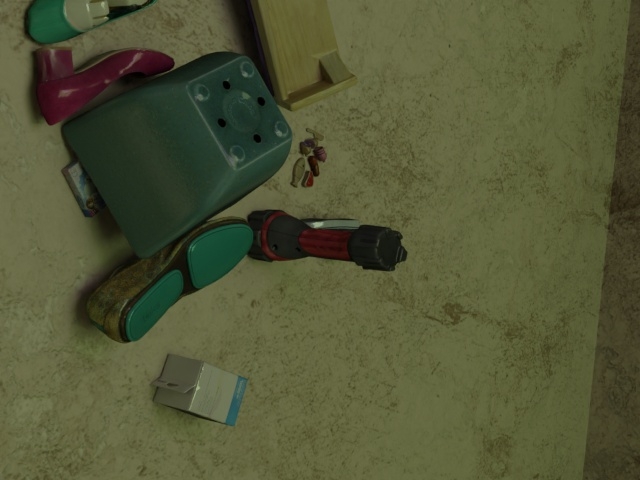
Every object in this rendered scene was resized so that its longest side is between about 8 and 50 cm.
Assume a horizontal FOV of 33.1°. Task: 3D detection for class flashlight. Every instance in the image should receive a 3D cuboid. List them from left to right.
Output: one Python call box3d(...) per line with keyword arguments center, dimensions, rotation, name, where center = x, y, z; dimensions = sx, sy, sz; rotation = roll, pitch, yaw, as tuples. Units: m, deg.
box3d(center=(0.000, 0.000, 1.949), dimensions=(0.103, 0.304, 0.103), rotation=(-41, 124, -39), name="flashlight")

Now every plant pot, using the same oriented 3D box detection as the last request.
box3d(center=(-0.193, -0.157, 1.668), dimensions=(0.247, 0.252, 0.247), rotation=(-36, 98, -42), name="plant pot")

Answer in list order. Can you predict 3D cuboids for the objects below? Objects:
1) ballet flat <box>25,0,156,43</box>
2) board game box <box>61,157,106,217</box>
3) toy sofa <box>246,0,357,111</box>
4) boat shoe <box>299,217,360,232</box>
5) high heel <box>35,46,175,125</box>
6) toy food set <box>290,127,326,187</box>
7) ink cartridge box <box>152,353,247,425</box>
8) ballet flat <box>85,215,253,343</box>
box3d(center=(-0.337, -0.369, 1.650), dimensions=(0.247, 0.087, 0.083), rotation=(-37, 123, -42), name="ballet flat")
box3d(center=(-0.358, -0.098, 1.716), dimensions=(0.090, 0.020, 0.090), rotation=(-47, 128, -37), name="board game box")
box3d(center=(-0.071, -0.430, 1.939), dimensions=(0.150, 0.177, 0.362), rotation=(-27, 121, -21), name="toy sofa")
box3d(center=(0.019, -0.002, 2.163), dimensions=(0.183, 0.065, 0.083), rotation=(-1, 94, -52), name="boat shoe")
box3d(center=(-0.328, -0.240, 1.676), dimensions=(0.244, 0.082, 0.117), rotation=(-8, 94, -47), name="high heel")
box3d(center=(-0.017, -0.157, 2.133), dimensions=(0.078, 0.019, 0.122), rotation=(22, 78, -50), name="toy food set")
box3d(center=(-0.215, 0.260, 1.887), dimensions=(0.143, 0.092, 0.089), rotation=(33, 69, -49), name="ink cartridge box")
box3d(center=(-0.254, 0.046, 1.793), dimensions=(0.348, 0.123, 0.123), rotation=(-41, 125, -43), name="ballet flat")
